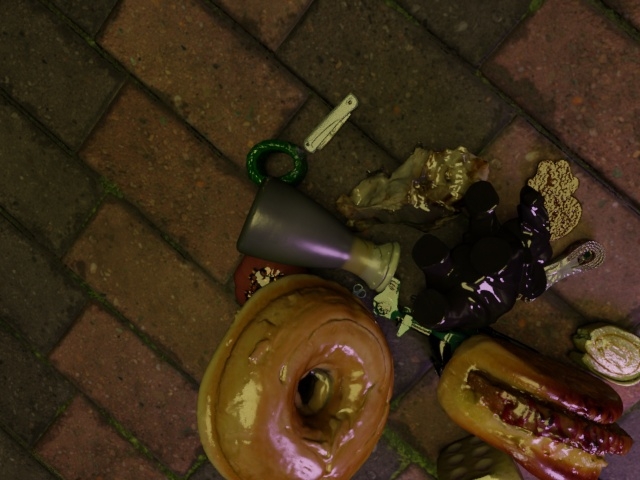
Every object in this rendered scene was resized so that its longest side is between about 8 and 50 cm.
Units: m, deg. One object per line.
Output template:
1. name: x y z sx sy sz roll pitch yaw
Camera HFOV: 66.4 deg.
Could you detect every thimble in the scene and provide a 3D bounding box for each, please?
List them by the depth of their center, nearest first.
1. thimble: -0.096 -0.170 1.100 0.130 0.090 0.118 -23 89 12

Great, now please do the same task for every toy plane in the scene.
1. toy plane: 0.286 0.225 1.090 0.382 0.106 0.155 26 95 6

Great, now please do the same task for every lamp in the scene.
1. lamp: -0.112 0.100 1.116 0.182 0.140 0.181 1 100 5

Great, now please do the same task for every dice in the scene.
1. dice: 0.367 0.550 1.079 0.166 0.169 0.169 -26 92 11

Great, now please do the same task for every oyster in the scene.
1. oyster: 0.185 -0.101 1.035 0.337 0.133 0.197 -6 128 28

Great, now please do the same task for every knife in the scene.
1. knife: 0.025 -0.261 1.102 0.162 0.023 0.044 -45 87 12

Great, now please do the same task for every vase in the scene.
1. vase: 0.000 0.000 1.030 0.321 0.173 0.173 22 101 -7

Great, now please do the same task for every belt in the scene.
1. belt: 0.494 0.070 1.054 0.232 0.053 0.071 -28 93 11

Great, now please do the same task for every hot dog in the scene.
1. hot dog: 0.437 0.337 0.946 0.406 0.223 0.185 22 101 -21

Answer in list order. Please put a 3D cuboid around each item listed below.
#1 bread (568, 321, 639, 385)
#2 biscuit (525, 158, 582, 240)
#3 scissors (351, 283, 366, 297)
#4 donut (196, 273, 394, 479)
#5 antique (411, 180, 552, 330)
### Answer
1. bread: 0.620 0.239 1.050 0.156 0.064 0.117 28 97 6
2. biscuit: 0.495 -0.086 1.046 0.124 0.026 0.174 3 98 8
3. scissors: 0.068 0.134 1.157 0.083 0.006 0.036 -33 89 12
4. donut: -0.032 0.289 0.980 0.449 0.198 0.448 3 85 -34
5. antique: 0.320 0.047 0.964 0.322 0.255 0.185 -49 49 11
